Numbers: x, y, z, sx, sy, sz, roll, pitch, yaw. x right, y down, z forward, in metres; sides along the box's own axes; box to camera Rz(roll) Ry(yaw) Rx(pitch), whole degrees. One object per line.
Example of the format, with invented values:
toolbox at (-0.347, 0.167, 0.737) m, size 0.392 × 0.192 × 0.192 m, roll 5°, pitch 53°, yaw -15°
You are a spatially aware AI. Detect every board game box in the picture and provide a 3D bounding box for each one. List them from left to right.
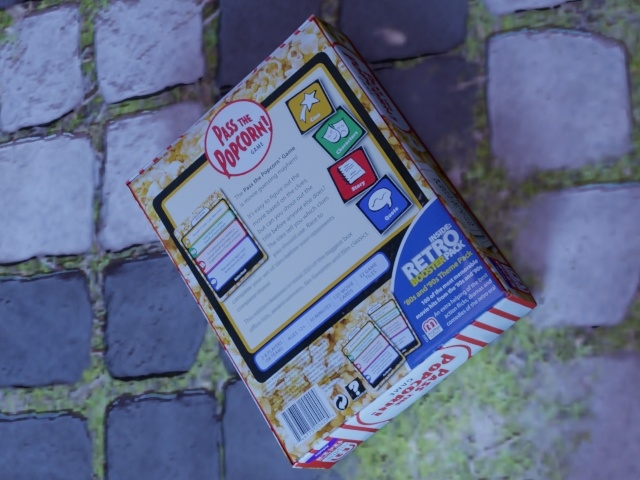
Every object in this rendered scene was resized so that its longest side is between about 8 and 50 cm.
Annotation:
board game box at (0.000, 0.000, 0.761) m, size 0.146 × 0.045 × 0.193 m, roll -39°, pitch 66°, yaw 16°
